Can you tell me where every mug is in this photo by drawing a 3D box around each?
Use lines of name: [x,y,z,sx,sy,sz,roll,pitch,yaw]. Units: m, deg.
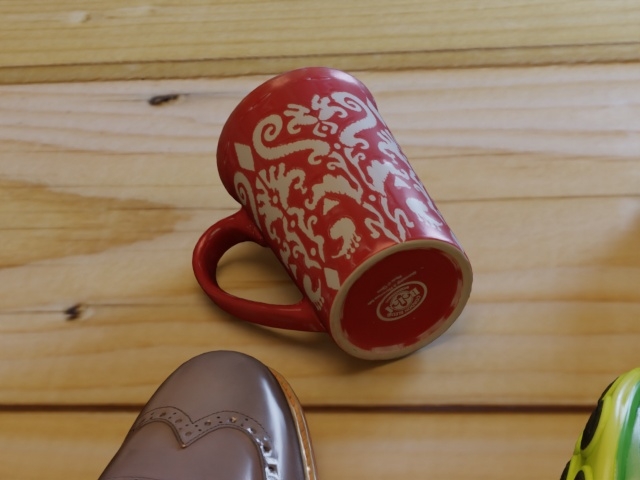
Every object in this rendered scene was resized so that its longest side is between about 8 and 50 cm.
mug: [0.009,0.000,1.056,0.113,0.150,0.169,12,30,-35]

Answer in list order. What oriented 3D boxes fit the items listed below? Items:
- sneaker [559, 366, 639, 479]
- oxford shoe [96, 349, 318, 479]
sneaker: [0.170,0.179,0.790,0.123,0.109,0.295,12,36,-9]
oxford shoe: [-0.078,0.163,0.820,0.130,0.133,0.364,-1,39,13]
